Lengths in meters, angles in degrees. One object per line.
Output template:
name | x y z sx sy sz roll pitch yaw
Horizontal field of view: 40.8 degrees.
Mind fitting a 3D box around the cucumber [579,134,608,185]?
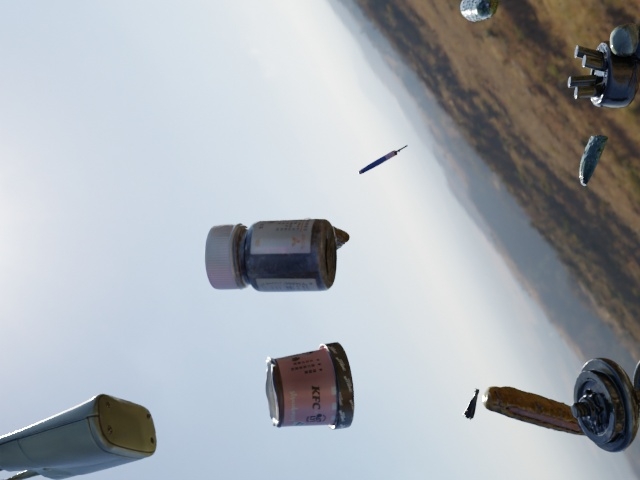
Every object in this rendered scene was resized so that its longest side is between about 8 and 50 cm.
cucumber | 0.576 -0.172 1.841 0.035 0.108 0.067 23 -178 6

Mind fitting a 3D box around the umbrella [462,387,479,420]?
umbrella | 0.298 0.322 1.682 0.020 0.031 0.083 41 133 47

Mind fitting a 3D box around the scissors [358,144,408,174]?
scissors | 0.127 -0.164 1.726 0.012 0.113 0.039 61 -158 -1

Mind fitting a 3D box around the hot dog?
hot dog | 0.517 0.395 1.999 0.088 0.285 0.061 -94 20 -68

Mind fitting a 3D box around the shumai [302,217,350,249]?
shumai | 0.010 -0.007 2.343 0.123 0.139 0.105 20 -112 -58

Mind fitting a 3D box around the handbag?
handbag | -0.480 0.378 1.586 0.241 0.315 0.109 44 -149 -58

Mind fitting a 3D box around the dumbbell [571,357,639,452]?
dumbbell | 0.629 0.318 1.708 0.192 0.289 0.192 175 90 -74

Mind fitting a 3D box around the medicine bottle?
medicine bottle | -0.108 0.034 1.924 0.165 0.273 0.165 0 -90 -77

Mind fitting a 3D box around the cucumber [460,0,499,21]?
cucumber | 0.368 -0.539 1.982 0.069 0.069 0.227 61 -176 -14

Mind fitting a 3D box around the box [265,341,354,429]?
box | -0.025 0.257 1.493 0.151 0.135 0.151 177 90 -76

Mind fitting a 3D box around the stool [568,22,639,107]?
stool | 0.549 -0.332 1.612 0.217 0.121 0.125 101 176 -60
